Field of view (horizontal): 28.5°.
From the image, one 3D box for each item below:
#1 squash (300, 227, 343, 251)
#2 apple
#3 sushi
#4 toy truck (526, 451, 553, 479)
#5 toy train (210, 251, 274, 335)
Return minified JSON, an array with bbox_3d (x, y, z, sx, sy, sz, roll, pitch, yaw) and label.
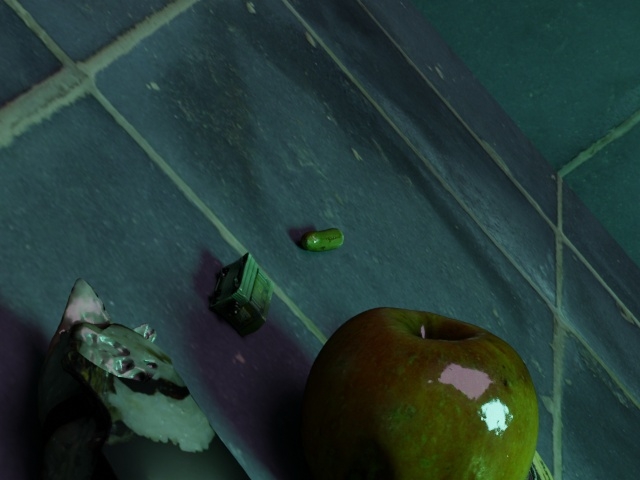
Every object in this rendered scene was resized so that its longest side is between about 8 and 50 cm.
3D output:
[{"bbox_3d":[0.000,0.000,1.531,0.027,0.027,0.083,56,23,11],"label":"squash"},{"bbox_3d":[0.092,0.179,1.202,0.236,0.208,0.237,14,9,-2],"label":"apple"},{"bbox_3d":[-0.158,0.147,0.908,0.134,0.109,0.273,21,22,-46],"label":"sushi"},{"bbox_3d":[0.184,0.245,1.375,0.157,0.124,0.272,22,36,-51],"label":"toy truck"},{"bbox_3d":[-0.078,0.055,1.278,0.056,0.038,0.093,51,20,-18],"label":"toy train"}]
